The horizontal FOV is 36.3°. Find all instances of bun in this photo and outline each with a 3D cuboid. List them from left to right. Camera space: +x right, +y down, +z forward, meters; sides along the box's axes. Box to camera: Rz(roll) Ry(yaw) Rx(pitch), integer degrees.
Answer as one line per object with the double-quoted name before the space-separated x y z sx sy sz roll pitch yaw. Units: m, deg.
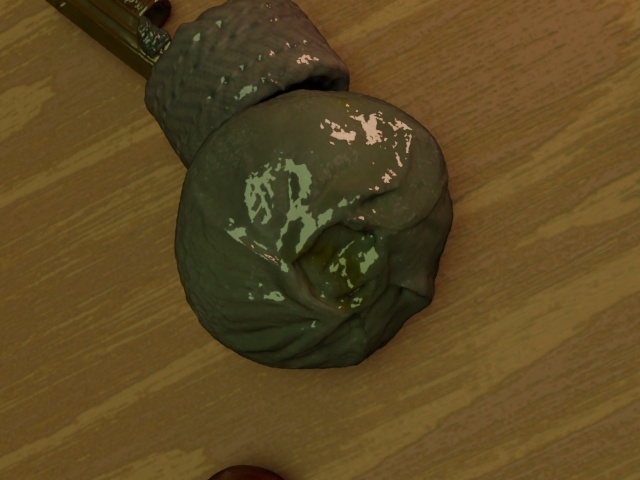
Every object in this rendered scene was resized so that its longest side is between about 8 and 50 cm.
"bun" 0.000 0.000 1.162 0.362 0.362 0.211 -46 35 5

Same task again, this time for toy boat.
"toy boat" -0.289 -0.331 1.383 0.310 0.089 0.115 38 90 15

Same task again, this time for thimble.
"thimble" -0.097 -0.194 1.260 0.245 0.217 0.157 -40 68 17

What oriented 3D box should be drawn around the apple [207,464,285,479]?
"apple" -0.101 0.360 1.233 0.131 0.146 0.146 -18 79 36
